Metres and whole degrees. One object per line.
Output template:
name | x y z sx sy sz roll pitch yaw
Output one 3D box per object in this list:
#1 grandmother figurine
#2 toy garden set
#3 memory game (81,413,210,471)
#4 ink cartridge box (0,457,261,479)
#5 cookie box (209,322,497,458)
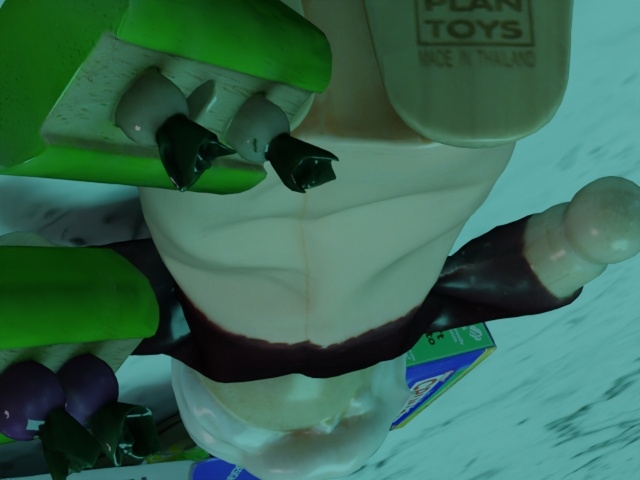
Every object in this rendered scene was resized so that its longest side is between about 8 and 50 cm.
grandmother figurine | 0.000 0.000 0.602 0.208 0.104 0.342 5 160 -4
toy garden set | -0.016 -0.050 0.311 0.244 0.049 0.204 -55 164 10
memory game | -0.079 0.121 0.940 0.186 0.012 0.186 -23 162 -8
ink cartridge box | -0.130 0.155 0.852 0.208 0.045 0.206 -5 155 -21
cookie box | 0.009 0.061 0.848 0.107 0.040 0.092 -12 158 -35
